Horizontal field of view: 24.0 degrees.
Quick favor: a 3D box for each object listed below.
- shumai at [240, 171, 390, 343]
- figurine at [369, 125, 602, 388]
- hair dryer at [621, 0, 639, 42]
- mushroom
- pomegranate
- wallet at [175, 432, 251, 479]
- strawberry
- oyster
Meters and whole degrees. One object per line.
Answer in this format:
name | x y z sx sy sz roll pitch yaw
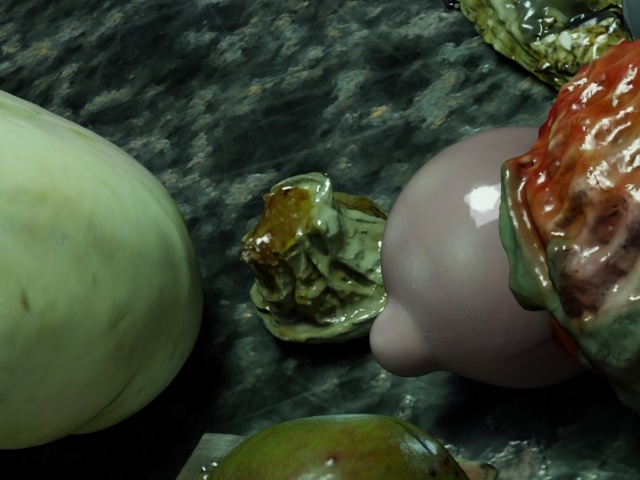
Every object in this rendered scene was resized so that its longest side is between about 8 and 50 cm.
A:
shumai | 0.001 0.002 1.069 0.146 0.116 0.145 -19 37 15
figurine | 0.118 0.011 0.940 0.173 0.173 0.173 -18 39 16
hair dryer | 0.383 -0.177 0.970 0.361 0.121 0.301 -5 0 4
mushroom | -0.273 0.026 1.056 0.353 0.325 0.353 -2 62 4
pomegranate | 0.030 0.175 0.835 0.180 0.180 0.210 13 19 43
wallet | -0.069 0.219 0.931 0.124 0.042 0.230 4 50 33
strawberry | 0.265 -0.033 0.820 0.336 0.149 0.265 -30 70 -29
oyster | 0.184 -0.203 1.225 0.129 0.078 0.345 -22 35 -3
